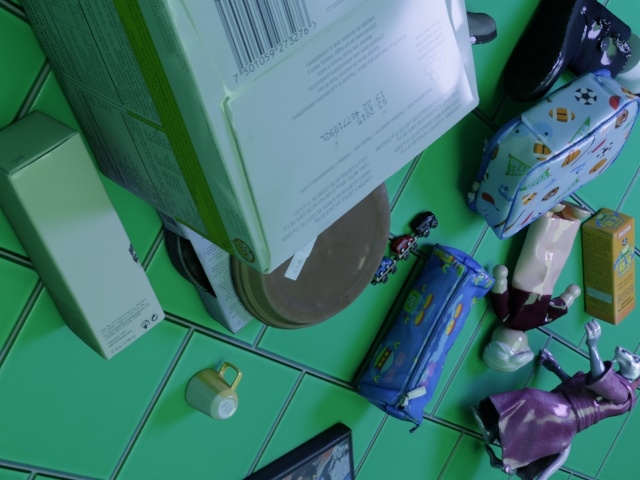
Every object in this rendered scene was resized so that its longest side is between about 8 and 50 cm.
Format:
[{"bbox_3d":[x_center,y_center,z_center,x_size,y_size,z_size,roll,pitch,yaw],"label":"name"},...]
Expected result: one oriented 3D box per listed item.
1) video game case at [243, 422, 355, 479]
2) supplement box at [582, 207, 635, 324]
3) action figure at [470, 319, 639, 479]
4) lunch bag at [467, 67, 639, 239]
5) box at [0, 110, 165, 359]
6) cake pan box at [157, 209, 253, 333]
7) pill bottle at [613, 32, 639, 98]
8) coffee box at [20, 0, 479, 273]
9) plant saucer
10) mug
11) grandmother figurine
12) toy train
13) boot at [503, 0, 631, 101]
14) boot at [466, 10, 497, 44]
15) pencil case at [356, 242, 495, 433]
[{"bbox_3d":[-0.052,0.466,1.594,0.274,0.035,0.248,-24,124,-32],"label":"video game case"},{"bbox_3d":[0.587,0.054,1.953,0.078,0.080,0.234,-35,127,-28],"label":"supplement box"},{"bbox_3d":[0.484,0.321,1.824,0.370,0.276,0.248,-22,163,1],"label":"action figure"},{"bbox_3d":[0.381,-0.137,1.603,0.303,0.115,0.243,-30,155,-20],"label":"lunch bag"},{"bbox_3d":[-0.285,-0.003,1.107,0.094,0.113,0.275,-37,131,-25],"label":"box"},{"bbox_3d":[-0.083,-0.038,1.305,0.267,0.070,0.246,-40,129,-22],"label":"cake pan box"},{"bbox_3d":[0.599,-0.311,1.769,0.193,0.108,0.108,18,97,-45],"label":"pill bottle"},{"bbox_3d":[-0.082,-0.240,1.019,0.337,0.334,0.338,-38,132,-24],"label":"coffee box"},{"bbox_3d":[0.000,0.000,1.326,0.277,0.041,0.278,-20,122,-35],"label":"plant saucer"},{"bbox_3d":[-0.148,0.217,1.368,0.062,0.064,0.078,-2,110,-41],"label":"mug"},{"bbox_3d":[0.393,0.090,1.786,0.207,0.104,0.343,15,103,-17],"label":"grandmother figurine"},{"bbox_3d":[0.132,0.011,1.552,0.158,0.027,0.036,-47,130,-16],"label":"toy train"},{"bbox_3d":[0.429,-0.304,1.625,0.207,0.094,0.247,32,81,-42],"label":"boot"},{"bbox_3d":[0.173,-0.364,1.380,0.246,0.083,0.161,-12,111,-40],"label":"boot"},{"bbox_3d":[0.174,0.157,1.589,0.119,0.133,0.306,29,88,-13],"label":"pencil case"}]
